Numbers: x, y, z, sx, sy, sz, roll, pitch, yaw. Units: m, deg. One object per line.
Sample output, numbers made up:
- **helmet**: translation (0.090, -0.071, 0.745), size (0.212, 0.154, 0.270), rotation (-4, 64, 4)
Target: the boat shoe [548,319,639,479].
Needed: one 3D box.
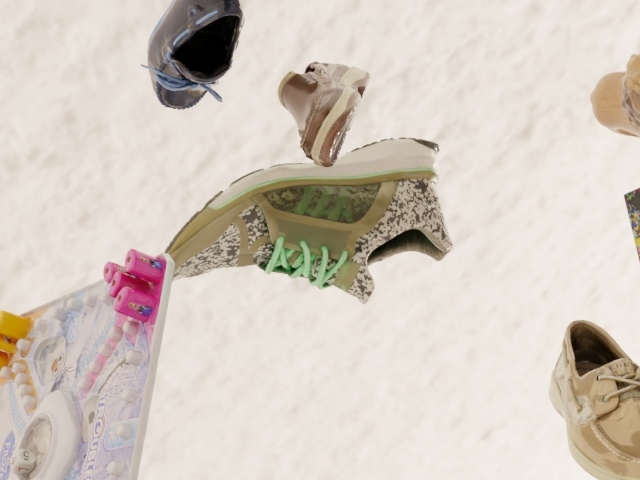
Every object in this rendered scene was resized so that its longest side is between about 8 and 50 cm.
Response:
- **boat shoe**: translation (0.326, 0.179, 1.478), size (0.109, 0.302, 0.098), rotation (0, 109, -5)

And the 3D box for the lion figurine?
- **lion figurine**: translation (0.429, -0.168, 1.661), size (0.240, 0.142, 0.392), rotation (5, 177, -13)

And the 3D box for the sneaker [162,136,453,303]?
- **sneaker**: translation (0.000, 0.000, 1.682), size (0.410, 0.182, 0.158), rotation (-18, 160, -19)

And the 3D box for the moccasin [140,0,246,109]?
- **moccasin**: translation (-0.197, -0.290, 2.027), size (0.138, 0.116, 0.342), rotation (-4, 153, -17)

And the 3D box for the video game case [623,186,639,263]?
- **video game case**: translation (0.553, -0.002, 1.899), size (0.210, 0.232, 0.042), rotation (-28, 147, 36)

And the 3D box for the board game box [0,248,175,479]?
- **board game box**: translation (-0.312, 0.228, 1.450), size (0.050, 0.390, 0.390), rotation (24, 152, -32)

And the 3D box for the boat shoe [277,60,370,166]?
- **boat shoe**: translation (-0.008, -0.154, 1.546), size (0.257, 0.095, 0.095), rotation (-67, 178, -72)
